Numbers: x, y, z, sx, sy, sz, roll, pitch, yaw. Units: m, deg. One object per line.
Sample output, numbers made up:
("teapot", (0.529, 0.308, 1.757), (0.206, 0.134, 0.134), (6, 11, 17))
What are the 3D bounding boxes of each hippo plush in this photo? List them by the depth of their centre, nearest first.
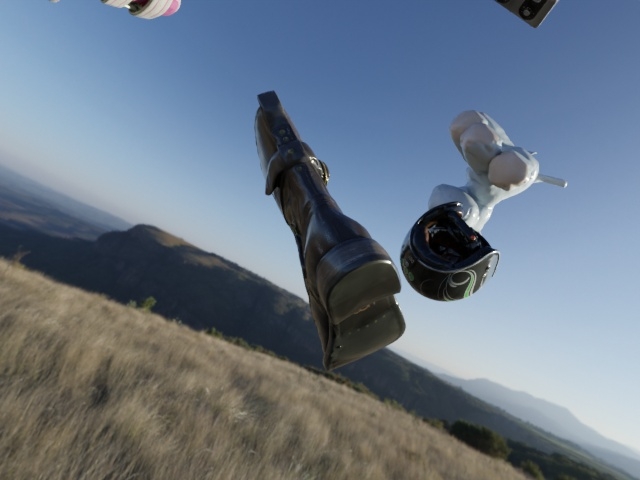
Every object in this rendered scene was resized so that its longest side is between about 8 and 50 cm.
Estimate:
("hippo plush", (0.352, -0.140, 0.956), (0.294, 0.236, 0.234), (-1, 50, -46))

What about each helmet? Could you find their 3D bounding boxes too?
("helmet", (0.225, 0.028, 0.727), (0.169, 0.169, 0.161), (19, -20, 23))

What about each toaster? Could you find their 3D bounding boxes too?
("toaster", (0.544, -0.661, 1.031), (0.168, 0.186, 0.110), (39, -9, 5))

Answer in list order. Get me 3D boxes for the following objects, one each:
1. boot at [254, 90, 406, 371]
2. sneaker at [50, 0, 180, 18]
("boot", (0.000, 0.000, 0.450), (0.263, 0.091, 0.229), (86, -20, -53))
("sneaker", (-0.226, -0.332, 0.506), (0.103, 0.252, 0.111), (-3, -52, 37))
